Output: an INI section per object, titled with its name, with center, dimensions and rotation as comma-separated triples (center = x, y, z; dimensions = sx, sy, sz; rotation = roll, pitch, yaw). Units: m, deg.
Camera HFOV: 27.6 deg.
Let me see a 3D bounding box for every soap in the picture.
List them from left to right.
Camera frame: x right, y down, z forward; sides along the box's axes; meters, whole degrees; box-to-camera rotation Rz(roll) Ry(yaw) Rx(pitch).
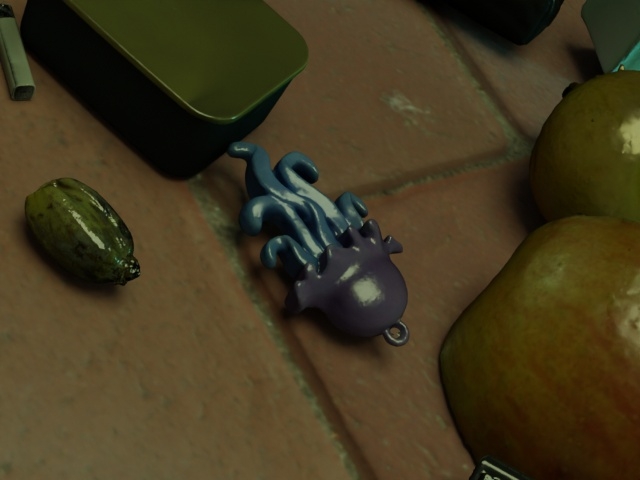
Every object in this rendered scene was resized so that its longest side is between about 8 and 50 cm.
[soap]
center = 0.372, -0.193, 1.298
dimensions = 0.230, 0.145, 0.091
rotation = 10, 53, -22

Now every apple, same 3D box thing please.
[apple]
center = 0.269, 0.133, 1.013
dimensions = 0.346, 0.254, 0.179
rotation = 32, 7, -4

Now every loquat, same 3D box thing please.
[loquat]
center = 0.268, -0.056, 1.137
dimensions = 0.172, 0.149, 0.204
rotation = -12, 74, -40

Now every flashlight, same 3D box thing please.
[flashlight]
center = -0.239, -0.147, 1.010
dimensions = 0.018, 0.018, 0.083
rotation = -5, 59, -30

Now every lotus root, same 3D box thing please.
[lotus root]
center = -0.166, -0.003, 0.922
dimensions = 0.099, 0.049, 0.054
rotation = 43, 39, 7

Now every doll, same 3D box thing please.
[doll]
center = 0.000, 0.000, 1.001
dimensions = 0.110, 0.067, 0.206
rotation = -31, 76, -29

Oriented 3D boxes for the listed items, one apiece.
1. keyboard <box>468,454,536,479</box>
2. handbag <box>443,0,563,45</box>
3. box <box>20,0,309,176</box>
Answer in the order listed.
[keyboard]
center = 0.193, 0.245, 0.925
dimensions = 0.230, 0.025, 0.093
rotation = 29, 81, -1
[handbag]
center = 0.142, -0.318, 1.316
dimensions = 0.247, 0.080, 0.223
rotation = 30, 40, -3
[box]
center = -0.127, -0.156, 1.031
dimensions = 0.201, 0.090, 0.144
rotation = 42, 47, 4
